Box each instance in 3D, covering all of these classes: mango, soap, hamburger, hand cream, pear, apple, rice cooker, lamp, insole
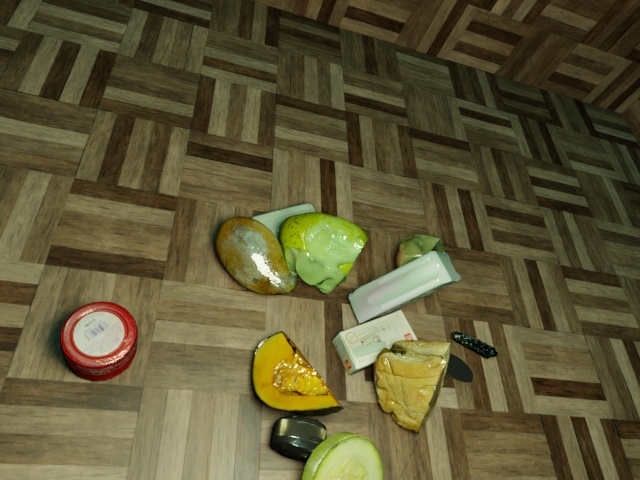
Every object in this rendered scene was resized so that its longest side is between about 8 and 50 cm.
[{"bbox_3d":[-0.211,0.057,1.548,0.193,0.146,0.316,-42,85,-7],"label":"mango"},{"bbox_3d":[0.275,0.159,1.598,0.208,0.347,0.115,9,55,-63],"label":"soap"},{"bbox_3d":[0.266,0.406,1.441,0.209,0.329,0.162,22,38,22],"label":"hamburger"},{"bbox_3d":[-0.590,0.269,1.271,0.193,0.125,0.193,12,55,-18],"label":"hand cream"},{"bbox_3d":[0.000,0.000,1.607,0.282,0.176,0.286,34,52,1],"label":"pear"},{"bbox_3d":[0.379,0.079,1.766,0.207,0.173,0.188,30,25,6],"label":"apple"},{"bbox_3d":[-0.054,0.547,1.311,0.165,0.112,0.106,16,47,-19],"label":"rice cooker"},{"bbox_3d":[-0.092,0.002,1.699,0.269,0.047,0.266,-18,70,-31],"label":"lamp"},{"bbox_3d":[0.425,0.419,1.660,0.253,0.005,0.086,29,51,-2],"label":"insole"}]

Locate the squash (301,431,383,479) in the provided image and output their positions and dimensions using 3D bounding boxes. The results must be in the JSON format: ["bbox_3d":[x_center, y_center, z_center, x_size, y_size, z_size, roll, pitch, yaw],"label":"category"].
[{"bbox_3d":[0.064,0.650,1.268,0.252,0.049,0.252,7,78,-36],"label":"squash"}]

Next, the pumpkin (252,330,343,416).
[{"bbox_3d":[-0.077,0.433,1.377,0.169,0.148,0.312,-39,48,-10],"label":"pumpkin"}]

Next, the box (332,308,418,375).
[{"bbox_3d":[0.184,0.333,1.571,0.269,0.079,0.135,-13,65,-29],"label":"box"}]

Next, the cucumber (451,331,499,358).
[{"bbox_3d":[0.554,0.374,1.714,0.182,0.053,0.053,28,52,-2],"label":"cucumber"}]
